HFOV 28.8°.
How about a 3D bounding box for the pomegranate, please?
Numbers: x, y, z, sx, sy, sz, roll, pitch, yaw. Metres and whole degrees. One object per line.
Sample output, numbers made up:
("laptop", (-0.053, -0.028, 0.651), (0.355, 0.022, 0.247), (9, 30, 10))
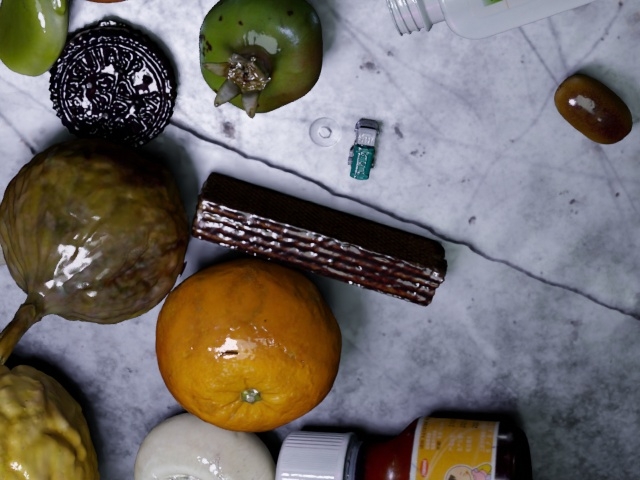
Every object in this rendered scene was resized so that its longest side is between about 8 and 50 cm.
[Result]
("pomegranate", (-0.087, -0.248, 1.697), (0.181, 0.224, 0.182), (4, 122, 7))

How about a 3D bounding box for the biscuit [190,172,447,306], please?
("biscuit", (0.000, 0.000, 1.867), (0.388, 0.107, 0.073), (16, 115, -4))

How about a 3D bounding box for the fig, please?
("fig", (-0.351, 0.045, 1.768), (0.286, 0.369, 0.286), (13, 140, 11))

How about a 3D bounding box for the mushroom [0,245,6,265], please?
("mushroom", (-0.621, 0.011, 1.925), (0.351, 0.097, 0.109), (-8, 115, 5))

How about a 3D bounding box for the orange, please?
("orange", (-0.107, 0.156, 1.874), (0.283, 0.226, 0.284), (1, 137, 1))

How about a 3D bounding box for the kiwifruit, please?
("kiwifruit", (0.387, -0.187, 1.774), (0.124, 0.075, 0.075), (32, 113, -14))

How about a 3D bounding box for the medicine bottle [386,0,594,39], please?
("medicine bottle", (0.243, -0.376, 1.670), (0.324, 0.124, 0.179), (-18, 112, 10))

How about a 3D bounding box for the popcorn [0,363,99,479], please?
("popcorn", (-0.509, 0.379, 1.951), (0.390, 0.344, 0.354), (33, 97, -24))

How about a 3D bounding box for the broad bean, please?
("broad bean", (-0.402, -0.317, 1.758), (0.124, 0.082, 0.174), (30, 125, 31))

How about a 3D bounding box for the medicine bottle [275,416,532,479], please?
("medicine bottle", (0.132, 0.403, 1.988), (0.395, 0.242, 0.243), (-2, 115, 14))

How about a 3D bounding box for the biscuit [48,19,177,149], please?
("biscuit", (-0.303, -0.222, 1.816), (0.194, 0.053, 0.195), (1, 115, 2))

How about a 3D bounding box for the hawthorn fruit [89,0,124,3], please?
("hawthorn fruit", (-0.249, -0.416, 1.658), (0.251, 0.199, 0.199), (-6, 115, -5))

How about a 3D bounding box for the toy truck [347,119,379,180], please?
("toy truck", (0.064, -0.132, 1.837), (0.039, 0.044, 0.083), (8, 115, -3))

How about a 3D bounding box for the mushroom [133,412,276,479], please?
("mushroom", (-0.190, 0.404, 2.010), (0.246, 0.202, 0.246), (9, 123, 14))
